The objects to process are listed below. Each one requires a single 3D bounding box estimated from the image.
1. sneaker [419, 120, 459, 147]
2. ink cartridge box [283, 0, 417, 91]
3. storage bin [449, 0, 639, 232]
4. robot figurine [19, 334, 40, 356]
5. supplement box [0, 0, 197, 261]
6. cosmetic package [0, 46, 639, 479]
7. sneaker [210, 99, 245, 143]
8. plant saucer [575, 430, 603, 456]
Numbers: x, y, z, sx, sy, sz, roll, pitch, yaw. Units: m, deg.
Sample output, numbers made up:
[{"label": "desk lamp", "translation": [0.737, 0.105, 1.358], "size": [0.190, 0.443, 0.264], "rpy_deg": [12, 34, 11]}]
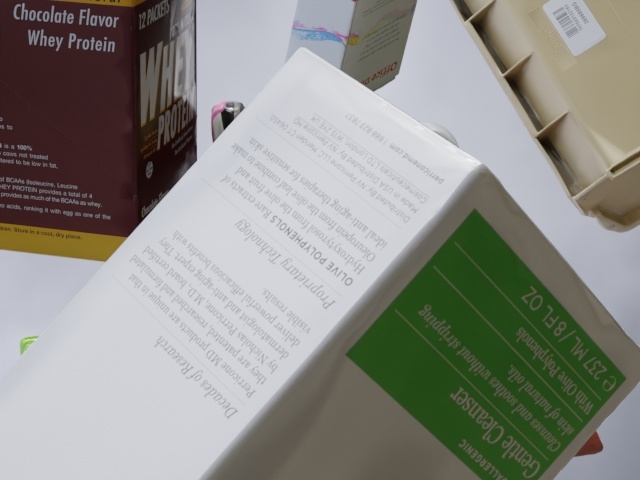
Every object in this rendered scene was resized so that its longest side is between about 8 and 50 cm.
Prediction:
[{"label": "sneaker", "translation": [0.000, 0.000, 1.747], "size": [0.292, 0.108, 0.169], "rpy_deg": [-30, 10, 9]}, {"label": "ink cartridge box", "translation": [0.035, -0.233, 1.956], "size": [0.127, 0.072, 0.175], "rpy_deg": [-34, -33, -46]}, {"label": "storage bin", "translation": [0.265, -0.182, 1.572], "size": [0.260, 0.262, 0.123], "rpy_deg": [-32, -23, 9]}, {"label": "robot figurine", "translation": [-0.156, 0.115, 1.173], "size": [0.067, 0.101, 0.115], "rpy_deg": [-6, -85, -16]}, {"label": "supplement box", "translation": [-0.190, -0.104, 1.301], "size": [0.129, 0.191, 0.194], "rpy_deg": [-51, -35, -65]}, {"label": "cosmetic package", "translation": [-0.044, 0.117, 0.925], "size": [0.365, 0.155, 0.197], "rpy_deg": [-50, -45, -3]}, {"label": "sneaker", "translation": [-0.013, -0.034, 1.366], "size": [0.074, 0.170, 0.063], "rpy_deg": [-29, 12, 15]}, {"label": "plant saucer", "translation": [0.032, 0.082, 1.378], "size": [0.258, 0.259, 0.048], "rpy_deg": [-4, -64, -29]}]
